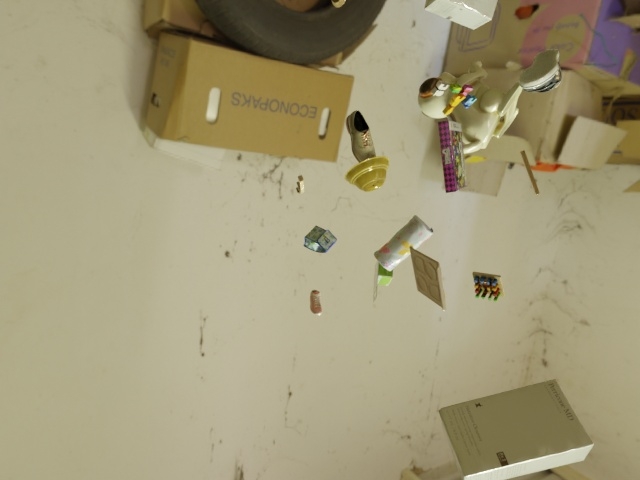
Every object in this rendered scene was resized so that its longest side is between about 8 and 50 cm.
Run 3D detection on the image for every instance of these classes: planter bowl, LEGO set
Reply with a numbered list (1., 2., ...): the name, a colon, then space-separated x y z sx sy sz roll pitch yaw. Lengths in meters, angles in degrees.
1. planter bowl: 0.223 -0.279 1.872 0.217 0.090 0.217 -18 164 -5
2. LEGO set: 0.500 -0.529 1.580 0.227 0.093 0.087 -11 -115 -41

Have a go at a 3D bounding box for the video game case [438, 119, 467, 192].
1. video game case: 0.454 -0.287 1.428 0.041 0.232 0.210 -4 -172 30

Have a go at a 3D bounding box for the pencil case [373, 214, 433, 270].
1. pencil case: 0.363 0.011 1.854 0.113 0.273 0.124 40 -166 -20

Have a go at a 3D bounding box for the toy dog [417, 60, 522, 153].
1. toy dog: 0.639 -0.605 1.905 0.408 0.395 0.284 38 -173 25

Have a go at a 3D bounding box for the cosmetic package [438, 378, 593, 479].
1. cosmetic package: 0.598 0.607 1.317 0.385 0.156 0.217 -19 -136 4

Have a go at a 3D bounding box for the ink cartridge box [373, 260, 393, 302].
1. ink cartridge box: 0.385 0.250 2.581 0.097 0.255 0.189 6 159 1

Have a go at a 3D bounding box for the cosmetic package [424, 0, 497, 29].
1. cosmetic package: 0.519 -0.877 1.555 0.231 0.086 0.117 14 -175 -15

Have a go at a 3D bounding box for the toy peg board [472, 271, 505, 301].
1. toy peg board: 0.953 0.272 2.400 0.161 0.161 0.079 7 -136 42

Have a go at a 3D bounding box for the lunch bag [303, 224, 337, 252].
1. lunch bag: 0.000 0.000 2.353 0.151 0.096 0.129 27 -133 18

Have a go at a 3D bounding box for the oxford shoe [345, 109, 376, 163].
1. oxford shoe: 0.237 -0.565 2.370 0.123 0.348 0.130 -24 -179 -11

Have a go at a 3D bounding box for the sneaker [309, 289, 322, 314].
1. sneaker: -0.022 0.272 1.882 0.051 0.070 0.134 1 -152 -12

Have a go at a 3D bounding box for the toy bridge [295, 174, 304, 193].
1. toy bridge: -0.107 -0.287 2.244 0.026 0.063 0.188 -18 170 -11

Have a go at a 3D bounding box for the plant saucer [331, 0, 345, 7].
1. plant saucer: 0.060 -0.844 1.429 0.015 0.083 0.083 -11 -160 -38

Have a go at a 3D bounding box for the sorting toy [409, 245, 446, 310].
1. sorting toy: 0.397 0.133 1.529 0.038 0.193 0.208 -19 -157 -10

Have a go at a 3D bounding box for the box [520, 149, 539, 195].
1. box: 0.931 -0.298 1.863 0.021 0.201 0.164 -19 176 27

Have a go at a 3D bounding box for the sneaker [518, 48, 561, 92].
1. sneaker: 0.872 -0.635 1.641 0.126 0.127 0.321 7 -139 41
